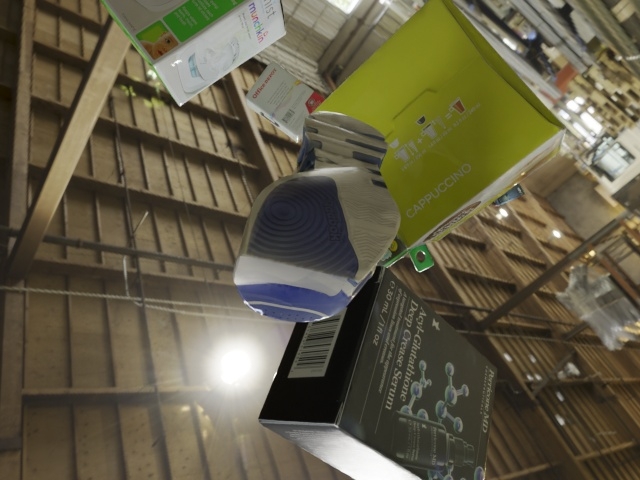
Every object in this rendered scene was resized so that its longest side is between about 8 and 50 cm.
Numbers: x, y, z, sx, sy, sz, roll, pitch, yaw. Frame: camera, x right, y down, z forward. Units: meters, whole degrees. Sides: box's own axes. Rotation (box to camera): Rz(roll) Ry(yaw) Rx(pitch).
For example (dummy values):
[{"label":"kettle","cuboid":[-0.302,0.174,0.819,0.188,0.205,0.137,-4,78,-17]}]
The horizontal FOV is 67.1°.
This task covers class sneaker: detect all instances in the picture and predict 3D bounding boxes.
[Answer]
[{"label":"sneaker","cuboid":[0.000,-0.001,0.528,0.127,0.182,0.315,16,-145,0]}]

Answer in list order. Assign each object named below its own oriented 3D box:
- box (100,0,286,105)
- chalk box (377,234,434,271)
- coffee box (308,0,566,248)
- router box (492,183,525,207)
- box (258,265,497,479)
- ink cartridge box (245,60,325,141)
[{"label":"box","cuboid":[-0.225,-0.402,0.797,0.262,0.231,0.127,53,175,13]},{"label":"chalk box","cuboid":[0.209,-0.050,1.299,0.179,0.180,0.289,-35,-95,-25]},{"label":"coffee box","cuboid":[0.249,-0.219,1.009,0.338,0.337,0.334,55,-159,12]},{"label":"router box","cuboid":[0.527,-0.153,1.396,0.122,0.092,0.038,32,-141,-48]},{"label":"box","cuboid":[0.131,0.291,0.924,0.395,0.212,0.294,41,-128,-27]},{"label":"ink cartridge box","cuboid":[-0.094,-0.372,1.299,0.175,0.127,0.072,36,177,-3]}]
